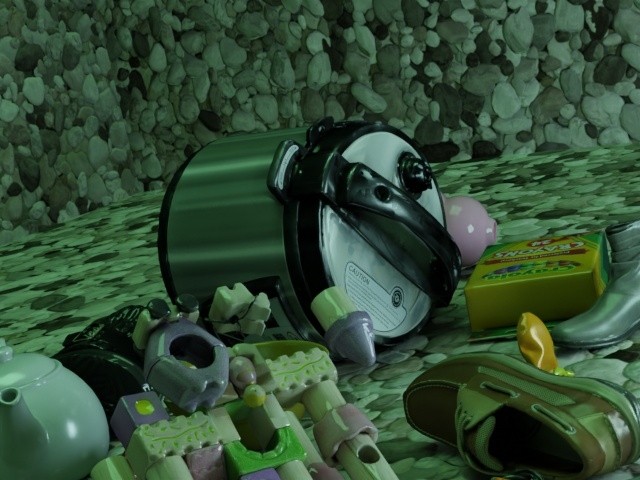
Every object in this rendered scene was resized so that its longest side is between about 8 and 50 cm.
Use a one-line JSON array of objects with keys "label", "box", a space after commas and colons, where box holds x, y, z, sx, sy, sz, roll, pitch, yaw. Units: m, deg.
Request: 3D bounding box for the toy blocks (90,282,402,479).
[{"label": "toy blocks", "box": [-0.043, 0.232, 1.401, 0.289, 0.309, 0.260, -10, 51, -33]}]

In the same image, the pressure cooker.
[{"label": "pressure cooker", "box": [0.001, -0.006, 2.184, 0.420, 0.375, 0.370, -4, 11, 37]}]

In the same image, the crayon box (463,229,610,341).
[{"label": "crayon box", "box": [0.344, 0.068, 2.206, 0.202, 0.081, 0.318, -8, 12, 16]}]

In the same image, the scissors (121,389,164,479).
[{"label": "scissors", "box": [-0.202, 0.238, 1.604, 0.109, 0.021, 0.297, 7, 65, 58]}]

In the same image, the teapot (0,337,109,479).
[{"label": "teapot", "box": [-0.417, 0.234, 1.917, 0.256, 0.187, 0.252, -6, 13, 32]}]

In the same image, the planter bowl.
[{"label": "planter bowl", "box": [-0.088, 0.198, 1.704, 0.217, 0.090, 0.217, -11, 11, 2]}]

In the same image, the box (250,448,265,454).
[{"label": "box", "box": [-0.127, 0.272, 1.756, 0.183, 0.056, 0.231, -14, 12, -7]}]

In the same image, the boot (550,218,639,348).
[{"label": "boot", "box": [0.420, 0.054, 1.990, 0.246, 0.161, 0.083, -16, 12, -21]}]

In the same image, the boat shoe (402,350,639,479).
[{"label": "boat shoe", "box": [0.209, 0.204, 1.590, 0.120, 0.122, 0.324, -25, 16, -39]}]

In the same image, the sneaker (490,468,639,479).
[{"label": "sneaker", "box": [0.220, 0.263, 1.322, 0.271, 0.108, 0.100, -14, 10, -16]}]

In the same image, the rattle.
[{"label": "rattle", "box": [0.323, 0.162, 1.641, 0.130, 0.142, 0.200, 4, -1, -20]}]

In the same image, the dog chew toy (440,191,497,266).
[{"label": "dog chew toy", "box": [0.155, -0.016, 2.555, 0.332, 0.206, 0.206, 1, 15, 18]}]

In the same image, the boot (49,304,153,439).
[{"label": "boot", "box": [-0.308, 0.192, 2.145, 0.348, 0.131, 0.260, -2, 15, 42]}]
